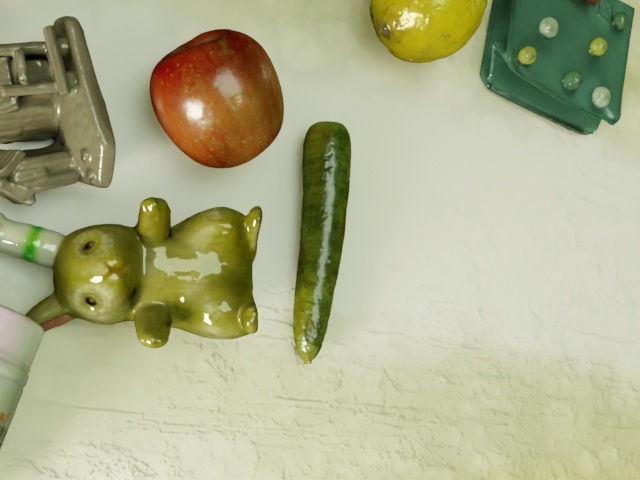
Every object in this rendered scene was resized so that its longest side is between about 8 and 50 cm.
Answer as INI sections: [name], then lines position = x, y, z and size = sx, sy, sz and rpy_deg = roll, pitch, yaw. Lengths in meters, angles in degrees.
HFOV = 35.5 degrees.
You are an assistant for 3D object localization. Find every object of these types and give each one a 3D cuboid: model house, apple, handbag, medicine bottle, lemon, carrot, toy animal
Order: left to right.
[medicine bottle]
position = -0.430, 0.195, 1.141
size = 0.152, 0.152, 0.254
rpy_deg = 25, 69, -20
[model house]
position = -0.376, -0.157, 1.260
size = 0.188, 0.122, 0.229
rpy_deg = -13, 87, -28
[toy animal]
position = -0.241, 0.045, 1.254
size = 0.363, 0.180, 0.181
rpy_deg = 1, 84, -25
[apple]
position = -0.139, -0.196, 1.363
size = 0.181, 0.181, 0.168
rpy_deg = -41, 121, -27
[carrot]
position = 0.000, 0.000, 1.448
size = 0.074, 0.074, 0.359
rpy_deg = 11, 76, -25
[lemon]
position = 0.169, -0.370, 1.554
size = 0.180, 0.180, 0.193
rpy_deg = 34, 43, -17
[handbag]
position = 0.417, -0.347, 1.714
size = 0.268, 0.100, 0.274
rpy_deg = 23, 70, -20
